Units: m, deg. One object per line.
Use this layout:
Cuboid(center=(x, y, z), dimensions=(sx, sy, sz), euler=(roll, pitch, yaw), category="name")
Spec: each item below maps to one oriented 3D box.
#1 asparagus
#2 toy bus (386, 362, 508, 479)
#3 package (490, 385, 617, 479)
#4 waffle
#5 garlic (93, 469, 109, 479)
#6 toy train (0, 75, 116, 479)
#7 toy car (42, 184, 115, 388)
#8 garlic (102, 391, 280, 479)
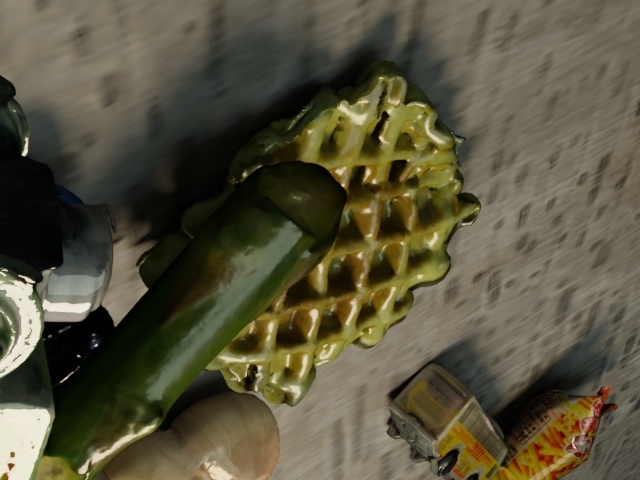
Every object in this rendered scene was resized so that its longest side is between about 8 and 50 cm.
Cuboid(center=(-0.113, 0.074, 0.845), dimensions=(0.343, 0.082, 0.085), euler=(-45, -168, 2), category="asparagus")
Cuboid(center=(0.160, 0.240, 1.466), dimensions=(0.106, 0.092, 0.268), euler=(-47, 150, -6), category="toy bus")
Cuboid(center=(0.291, 0.297, 1.653), dimensions=(0.288, 0.108, 0.223), euler=(-40, 164, 4), category="package")
Cuboid(center=(0.000, 0.000, 0.989), dimensions=(0.297, 0.073, 0.317), euler=(-45, 143, -3), category="waffle")
Cuboid(center=(-0.265, 0.234, 0.954), dimensions=(0.230, 0.178, 0.143), euler=(-24, -178, 8), category="garlic")
Cuboid(center=(-0.272, 0.037, 0.607), dimensions=(0.307, 0.173, 0.248), euler=(4, 135, -26), category="toy train")
Cuboid(center=(-0.201, 0.038, 0.827), dimensions=(0.103, 0.063, 0.216), euler=(-26, 153, -22), category="toy car")
Cuboid(center=(-0.123, 0.212, 1.113), dimensions=(0.175, 0.099, 0.124), euler=(-22, 130, -27), category="garlic")
